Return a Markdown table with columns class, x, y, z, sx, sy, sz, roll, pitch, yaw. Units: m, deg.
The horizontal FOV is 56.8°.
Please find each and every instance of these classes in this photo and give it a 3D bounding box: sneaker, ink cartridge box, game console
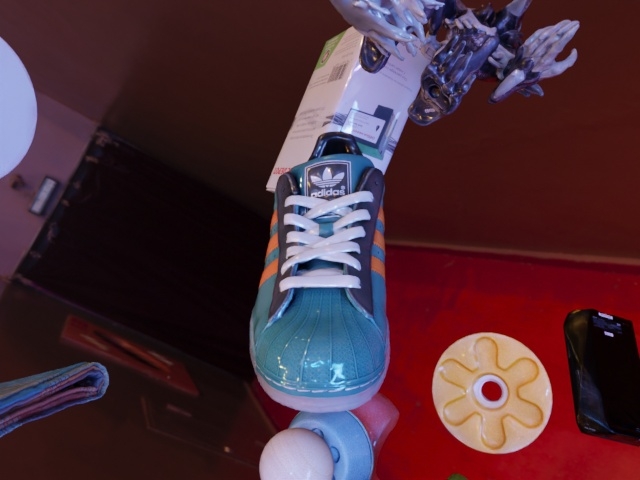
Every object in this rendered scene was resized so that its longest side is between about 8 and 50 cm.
| class | x | y | z | sx | sy | sz | roll | pitch | yaw |
| --- | --- | --- | --- | --- | --- | --- | --- | --- | --- |
| sneaker | 0.000 | 0.000 | 0.471 | 0.302 | 0.108 | 0.121 | -87 | -5 | -63 |
| ink cartridge box | 0.029 | -0.144 | 0.732 | 0.219 | 0.092 | 0.160 | -68 | 21 | 0 |
| game console | 0.575 | 0.253 | 1.007 | 0.044 | 0.361 | 0.213 | 129 | 153 | -54 |

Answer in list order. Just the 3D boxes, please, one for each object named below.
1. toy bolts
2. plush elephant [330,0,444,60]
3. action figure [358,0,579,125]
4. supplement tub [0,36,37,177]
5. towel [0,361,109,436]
| class | x | y | z | sx | sy | sz | roll | pitch | yaw |
| --- | --- | --- | --- | --- | --- | --- | --- | --- | --- |
| toy bolts | 0.068 | 0.175 | 0.481 | 0.228 | 0.158 | 0.218 | 9 | 88 | 29 |
| plush elephant | -0.018 | -0.298 | 0.325 | 0.255 | 0.330 | 0.272 | -62 | 15 | -4 |
| action figure | 0.158 | -0.201 | 0.557 | 0.141 | 0.164 | 0.275 | -42 | -4 | 42 |
| supplement tub | -0.467 | -0.145 | 0.639 | 0.272 | 0.191 | 0.191 | 5 | 62 | 28 |
| towel | -0.403 | 0.179 | 0.499 | 0.271 | 0.370 | 0.040 | 47 | -152 | -86 |
